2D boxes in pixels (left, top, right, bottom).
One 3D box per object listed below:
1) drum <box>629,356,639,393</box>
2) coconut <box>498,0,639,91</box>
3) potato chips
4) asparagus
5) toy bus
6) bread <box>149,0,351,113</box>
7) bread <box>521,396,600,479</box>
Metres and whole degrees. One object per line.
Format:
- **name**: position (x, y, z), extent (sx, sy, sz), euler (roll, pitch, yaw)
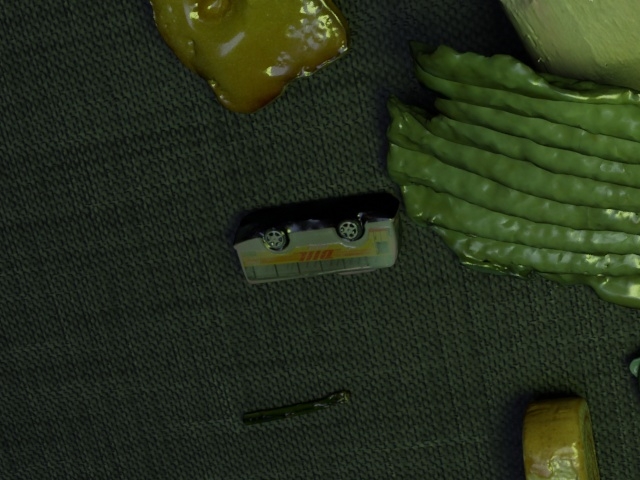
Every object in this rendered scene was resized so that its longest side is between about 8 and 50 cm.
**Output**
- **drum**: position (0.392, 0.201, 1.167), extent (0.130, 0.049, 0.253), euler (-9, 107, 15)
- **coconut**: position (0.249, -0.245, 0.950), extent (0.227, 0.227, 0.230), euler (-23, 111, 19)
- **potato chips**: position (0.240, -0.052, 1.007), extent (0.389, 0.373, 0.097), euler (18, 71, 1)
- **asparagus**: position (-0.026, 0.185, 1.270), extent (0.127, 0.015, 0.018), euler (-15, 107, 17)
- **toy bus**: position (0.000, 0.000, 1.177), extent (0.172, 0.057, 0.072), euler (-7, 113, 15)
- **bread**: position (-0.083, -0.244, 1.093), extent (0.161, 0.088, 0.233), euler (-26, 105, 24)
- **bread**: position (0.241, 0.234, 1.173), extent (0.073, 0.122, 0.149), euler (-6, 107, 18)
